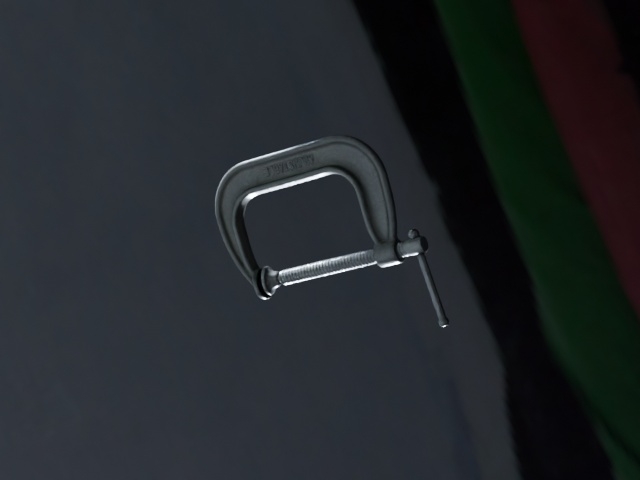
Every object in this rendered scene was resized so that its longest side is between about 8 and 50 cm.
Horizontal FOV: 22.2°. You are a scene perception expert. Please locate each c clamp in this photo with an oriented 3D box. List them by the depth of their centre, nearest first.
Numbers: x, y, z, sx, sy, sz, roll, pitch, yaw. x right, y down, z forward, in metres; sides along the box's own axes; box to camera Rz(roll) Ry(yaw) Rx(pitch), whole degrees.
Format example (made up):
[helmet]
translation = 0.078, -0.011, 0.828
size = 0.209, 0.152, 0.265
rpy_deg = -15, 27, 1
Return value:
[c clamp]
translation = 0.000, 0.000, 1.107
size = 0.161, 0.022, 0.137
rpy_deg = -8, -82, 31
